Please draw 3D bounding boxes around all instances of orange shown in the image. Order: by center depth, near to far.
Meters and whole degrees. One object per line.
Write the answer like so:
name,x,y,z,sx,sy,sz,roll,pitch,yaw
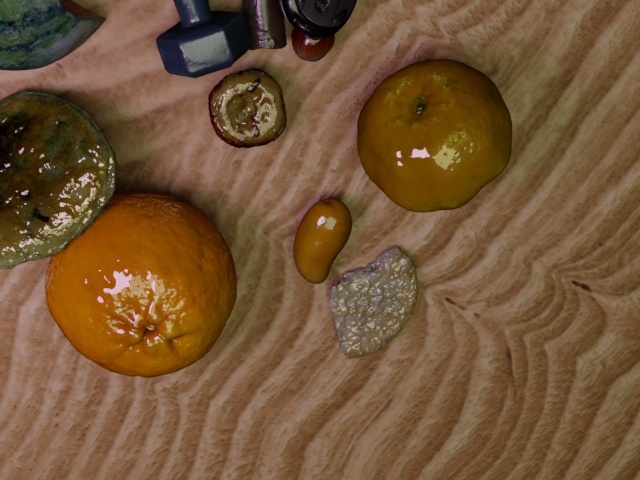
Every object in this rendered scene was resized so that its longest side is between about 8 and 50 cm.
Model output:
orange,0.202,-0.182,1.635,0.279,0.279,0.235,-29,147,5
orange,-0.317,0.085,1.657,0.340,0.293,0.341,-4,115,-9

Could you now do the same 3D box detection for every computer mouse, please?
computer mouse,0.000,-0.454,1.553,0.137,0.096,0.233,26,83,-40

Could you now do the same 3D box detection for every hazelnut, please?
hazelnut,-0.013,-0.352,1.624,0.086,0.086,0.087,-4,116,-8

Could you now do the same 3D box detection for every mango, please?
mango,0.000,0.000,1.789,0.102,0.085,0.184,10,123,-18

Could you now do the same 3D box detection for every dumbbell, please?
dumbbell,-0.225,-0.436,1.510,0.144,0.160,0.325,-2,120,23

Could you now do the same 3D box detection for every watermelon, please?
watermelon,-0.499,-0.365,1.500,0.260,0.256,0.176,23,65,-11

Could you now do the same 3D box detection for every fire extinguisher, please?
fire extinguisher,-0.110,-0.454,1.554,0.089,0.072,0.268,-24,122,-33

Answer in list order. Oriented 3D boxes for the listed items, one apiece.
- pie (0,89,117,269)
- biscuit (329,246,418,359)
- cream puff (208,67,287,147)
pie,-0.503,-0.112,1.571,0.323,0.070,0.323,-2,80,13
biscuit,0.100,0.127,1.887,0.188,0.040,0.266,23,108,-19
cream puff,-0.129,-0.238,1.653,0.148,0.084,0.149,-4,112,-9
